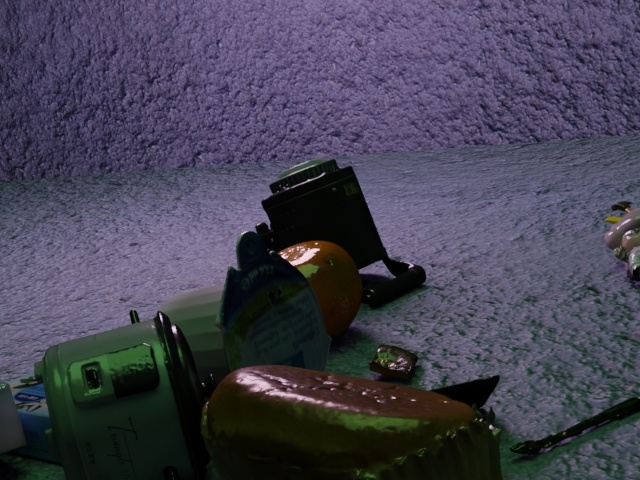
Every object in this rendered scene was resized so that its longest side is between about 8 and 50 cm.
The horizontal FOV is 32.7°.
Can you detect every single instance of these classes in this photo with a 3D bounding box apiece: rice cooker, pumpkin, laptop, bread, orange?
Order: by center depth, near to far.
[{"bbox_3d":[0.032,0.250,1.335,0.388,0.183,0.236,0,15,31],"label":"bread"},{"bbox_3d":[-0.250,0.226,1.477,0.227,0.241,0.280,-14,55,-9],"label":"rice cooker"},{"bbox_3d":[0.148,0.231,1.525,0.197,0.016,0.135,-12,-22,-9],"label":"laptop"},{"bbox_3d":[0.120,0.202,1.766,0.073,0.035,0.101,9,16,17],"label":"pumpkin"},{"bbox_3d":[-0.030,0.101,1.960,0.224,0.170,0.224,-24,15,7],"label":"orange"}]

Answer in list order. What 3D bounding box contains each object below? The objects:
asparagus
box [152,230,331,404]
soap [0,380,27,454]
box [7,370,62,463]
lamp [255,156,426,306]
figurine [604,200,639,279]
[{"bbox_3d":[0.347,0.251,1.468,0.233,0.022,0.023,-14,60,-28],"label":"asparagus"},{"bbox_3d":[-0.152,0.143,1.701,0.206,0.291,0.262,-11,14,35],"label":"box"},{"bbox_3d":[-0.579,0.291,1.518,0.324,0.109,0.193,-13,-9,-44],"label":"soap"},{"bbox_3d":[-0.415,0.271,1.704,0.232,0.083,0.142,1,15,36],"label":"box"},{"bbox_3d":[0.011,-0.033,2.237,0.374,0.272,0.205,7,23,45],"label":"lamp"},{"bbox_3d":[0.615,0.008,2.079,0.137,0.112,0.229,-13,26,16],"label":"figurine"}]
